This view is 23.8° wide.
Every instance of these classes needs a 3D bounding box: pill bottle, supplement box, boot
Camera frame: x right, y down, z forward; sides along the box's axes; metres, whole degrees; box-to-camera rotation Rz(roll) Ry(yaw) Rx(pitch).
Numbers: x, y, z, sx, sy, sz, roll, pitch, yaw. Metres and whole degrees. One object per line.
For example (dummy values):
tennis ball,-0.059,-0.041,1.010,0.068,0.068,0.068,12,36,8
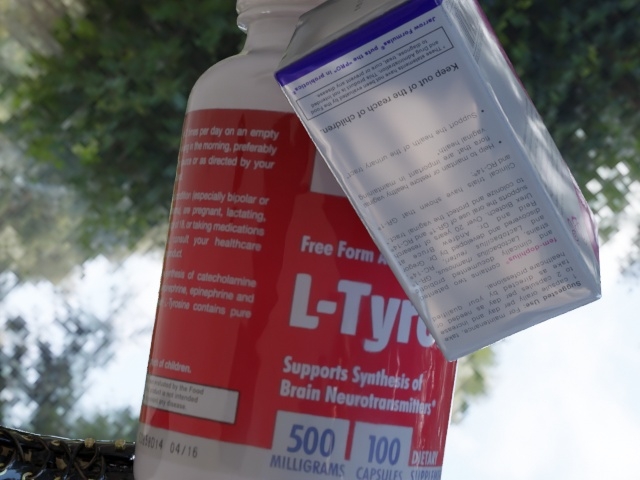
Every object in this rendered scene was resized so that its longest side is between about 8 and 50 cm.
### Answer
pill bottle,0.000,0.000,1.125,0.229,0.229,0.408,0,-98,65
supplement box,0.078,-0.054,0.938,0.114,0.220,0.111,-26,-161,19
boot,-0.232,0.167,1.190,0.236,0.178,0.085,92,-3,-55
